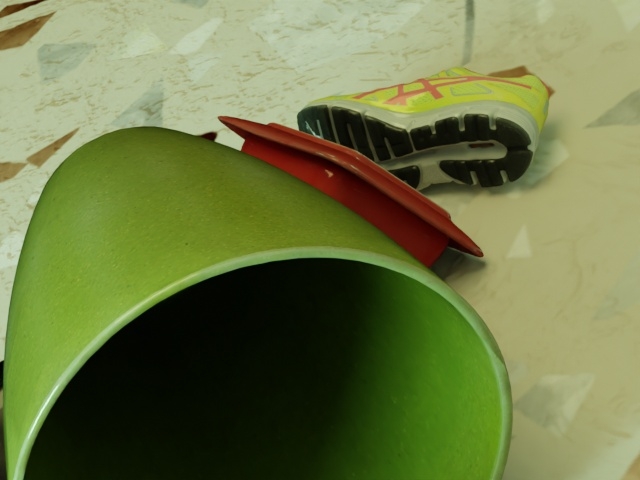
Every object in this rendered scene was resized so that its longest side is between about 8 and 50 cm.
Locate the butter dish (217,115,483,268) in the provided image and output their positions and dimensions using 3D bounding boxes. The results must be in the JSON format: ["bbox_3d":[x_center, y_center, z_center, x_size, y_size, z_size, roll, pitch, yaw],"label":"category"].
[{"bbox_3d":[0.000,0.000,1.178,0.160,0.160,0.118,24,85,51],"label":"butter dish"}]

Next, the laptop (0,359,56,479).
[{"bbox_3d":[-0.290,0.248,1.157,0.382,0.236,0.408,-26,60,10],"label":"laptop"}]

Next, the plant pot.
[{"bbox_3d":[-0.072,0.056,1.011,0.274,0.275,0.293,-32,35,-2],"label":"plant pot"}]

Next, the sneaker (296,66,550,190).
[{"bbox_3d":[0.080,-0.087,1.276,0.208,0.081,0.094,5,40,33],"label":"sneaker"}]
